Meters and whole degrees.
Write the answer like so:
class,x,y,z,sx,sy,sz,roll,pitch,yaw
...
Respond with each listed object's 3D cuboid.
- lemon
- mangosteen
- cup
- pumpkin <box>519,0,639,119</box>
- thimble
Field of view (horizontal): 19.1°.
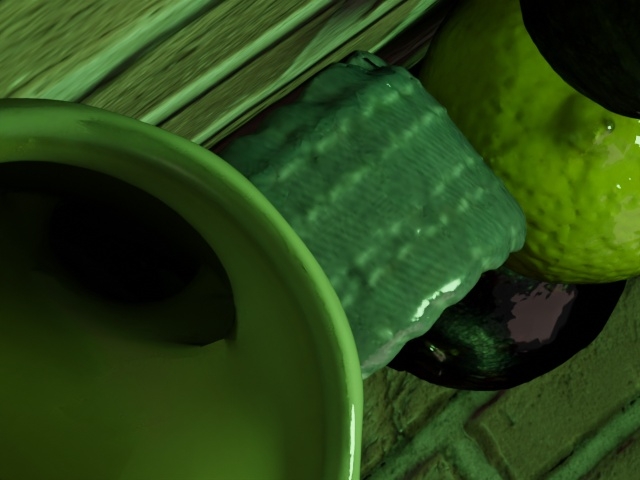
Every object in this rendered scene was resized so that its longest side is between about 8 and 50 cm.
class,x,y,z,sx,sy,sz,roll,pitch,yaw
lemon,0.187,-0.091,1.350,0.267,0.267,0.267,-37,179,0
mangosteen,0.141,-0.022,1.730,0.330,0.330,0.330,-37,179,0
cup,-0.118,0.087,0.517,0.255,0.173,0.202,-38,178,-15
pumpkin,0.198,-0.160,0.885,0.238,0.159,0.238,-32,-158,15
thimble,0.000,0.000,1.203,0.236,0.172,0.205,-40,178,-25
